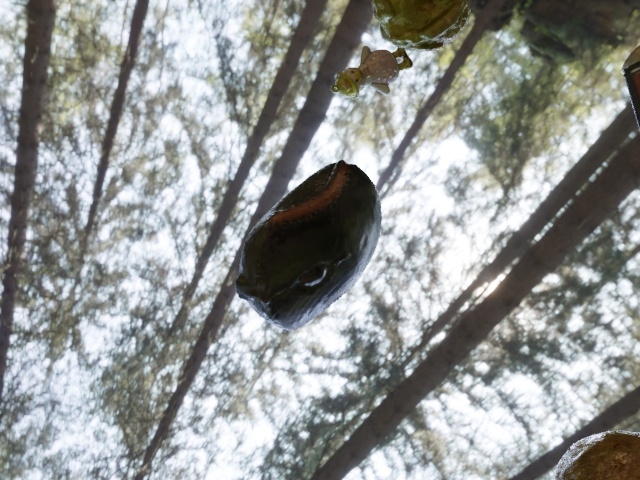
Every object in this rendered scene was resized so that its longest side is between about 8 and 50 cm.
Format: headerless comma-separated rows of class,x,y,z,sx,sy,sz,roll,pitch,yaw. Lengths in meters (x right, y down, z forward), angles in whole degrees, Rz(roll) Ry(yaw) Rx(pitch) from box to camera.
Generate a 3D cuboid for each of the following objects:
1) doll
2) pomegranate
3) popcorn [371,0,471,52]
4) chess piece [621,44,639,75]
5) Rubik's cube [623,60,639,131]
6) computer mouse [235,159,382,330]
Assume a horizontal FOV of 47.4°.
doll,0.114,-0.390,1.703,0.207,0.081,0.129,-27,-92,-14
pomegranate,0.566,0.482,1.335,0.281,0.281,0.281,13,-132,-15
popcorn,0.203,-0.468,1.472,0.197,0.198,0.155,29,-164,-1
chess piece,0.593,-0.258,1.204,0.094,0.094,0.170,-16,-123,-34
Rubik's cube,0.482,-0.149,0.812,0.167,0.183,0.180,-15,-91,-32
computer mouse,0.005,0.000,1.068,0.116,0.183,0.323,8,-145,31
